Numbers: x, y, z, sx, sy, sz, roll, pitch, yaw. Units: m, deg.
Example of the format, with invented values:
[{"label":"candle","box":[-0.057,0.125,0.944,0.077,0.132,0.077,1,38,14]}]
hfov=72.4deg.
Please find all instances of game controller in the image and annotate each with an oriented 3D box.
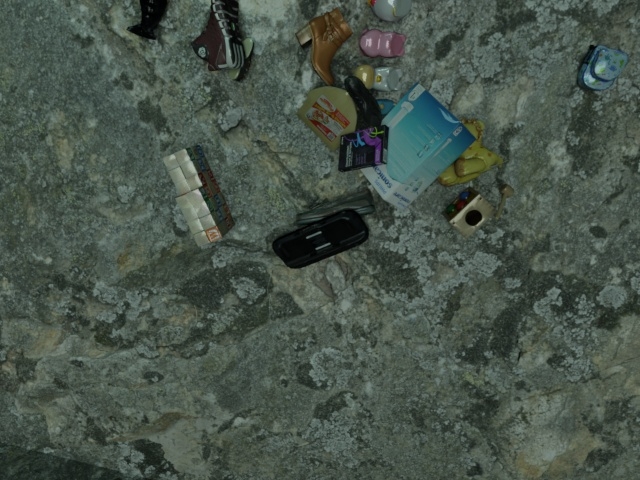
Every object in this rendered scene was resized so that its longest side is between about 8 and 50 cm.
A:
[{"label":"game controller","box":[0.000,0.000,1.469,0.319,0.067,0.166,-23,130,15]}]

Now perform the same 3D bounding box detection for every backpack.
[{"label":"backpack","box":[0.815,-0.497,1.269,0.104,0.084,0.115,20,111,0]}]

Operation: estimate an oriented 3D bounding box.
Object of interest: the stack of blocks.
[{"label":"stack of blocks","box":[-0.397,-0.150,1.430,0.087,0.171,0.297,-19,105,10]}]

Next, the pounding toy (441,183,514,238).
[{"label":"pounding toy","box":[0.493,-0.114,1.365,0.094,0.181,0.206,42,106,-8]}]

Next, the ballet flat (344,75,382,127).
[{"label":"ballet flat","box":[0.128,-0.402,1.269,0.057,0.049,0.173,-37,117,-1]}]

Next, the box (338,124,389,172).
[{"label":"box","box":[0.126,-0.273,1.307,0.162,0.029,0.116,-5,75,40]}]

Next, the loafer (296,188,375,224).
[{"label":"loafer","box":[0.046,-0.110,1.462,0.267,0.096,0.084,-9,87,0]}]

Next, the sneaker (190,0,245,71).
[{"label":"sneaker","box":[-0.329,-0.646,1.307,0.162,0.106,0.282,-5,95,26]}]

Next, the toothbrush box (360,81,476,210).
[{"label":"toothbrush box","box":[0.264,-0.273,1.294,0.295,0.216,0.126,-46,143,19]}]

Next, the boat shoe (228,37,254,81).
[{"label":"boat shoe","box":[-0.240,-0.559,1.356,0.048,0.042,0.133,35,108,20]}]

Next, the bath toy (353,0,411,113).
[{"label":"bath toy","box":[0.167,-0.557,1.286,0.151,0.129,0.349,-10,116,-39]}]

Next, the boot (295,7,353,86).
[{"label":"boot","box":[0.033,-0.578,1.313,0.152,0.073,0.197,-29,106,8]}]

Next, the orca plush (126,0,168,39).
[{"label":"orca plush","box":[-0.514,-0.752,1.282,0.151,0.102,0.287,31,107,-6]}]

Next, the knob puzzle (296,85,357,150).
[{"label":"knob puzzle","box":[0.038,-0.397,1.356,0.213,0.030,0.213,18,136,19]}]

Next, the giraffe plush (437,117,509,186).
[{"label":"giraffe plush","box":[0.446,-0.279,1.337,0.210,0.181,0.171,-22,81,34]}]
